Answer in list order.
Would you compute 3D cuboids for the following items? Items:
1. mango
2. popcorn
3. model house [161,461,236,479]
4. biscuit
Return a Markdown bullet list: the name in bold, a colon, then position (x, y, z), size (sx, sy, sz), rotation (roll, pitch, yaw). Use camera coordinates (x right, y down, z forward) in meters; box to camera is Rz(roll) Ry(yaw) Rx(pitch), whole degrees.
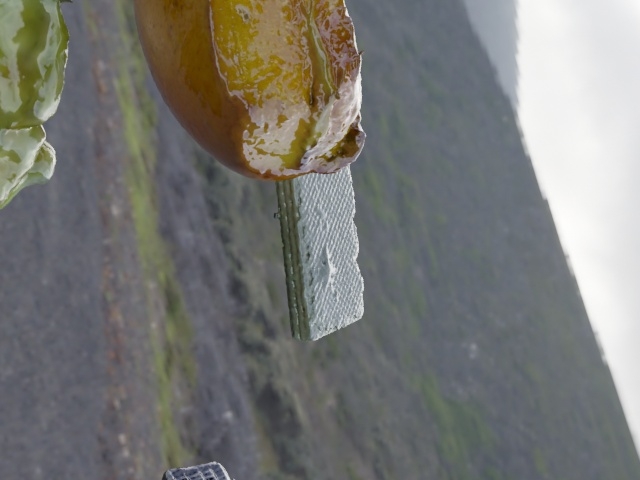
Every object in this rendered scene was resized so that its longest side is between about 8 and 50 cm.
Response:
- **mango**: position (-0.083, -0.216, 1.270), size (0.350, 0.199, 0.201), rotation (62, 13, 25)
- **popcorn**: position (-0.372, -0.104, 1.180), size (0.274, 0.335, 0.279), rotation (44, -11, -22)
- **model house**: position (-0.118, 0.332, 1.575), size (0.165, 0.106, 0.152), rotation (49, -10, 38)
- **biscuit**: position (0.000, 0.000, 1.507), size (0.121, 0.041, 0.199), rotation (-19, 105, -56)
